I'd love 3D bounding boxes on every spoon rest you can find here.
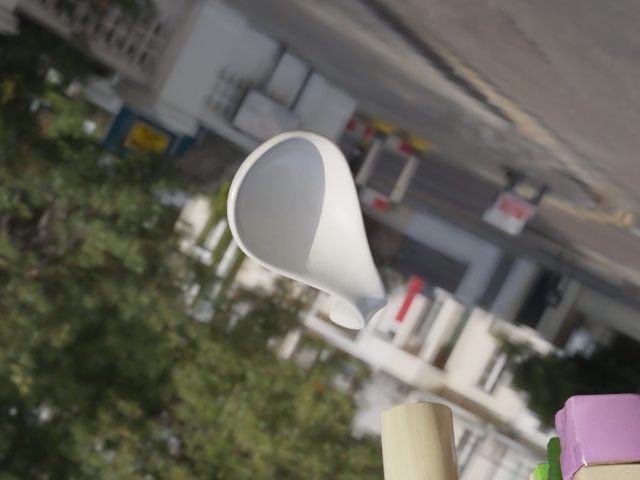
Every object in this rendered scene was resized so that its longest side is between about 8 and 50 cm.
[{"bbox_3d":[0.000,0.000,1.554,0.084,0.137,0.276,34,166,42],"label":"spoon rest"}]

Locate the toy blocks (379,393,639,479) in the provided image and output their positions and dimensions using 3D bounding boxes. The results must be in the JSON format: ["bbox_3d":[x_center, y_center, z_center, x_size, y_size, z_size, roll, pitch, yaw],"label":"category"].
[{"bbox_3d":[0.180,0.251,0.944,0.308,0.260,0.288,-3,157,-2],"label":"toy blocks"}]
